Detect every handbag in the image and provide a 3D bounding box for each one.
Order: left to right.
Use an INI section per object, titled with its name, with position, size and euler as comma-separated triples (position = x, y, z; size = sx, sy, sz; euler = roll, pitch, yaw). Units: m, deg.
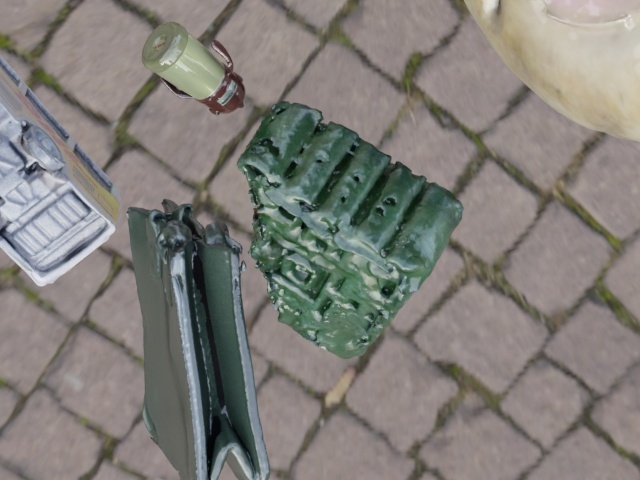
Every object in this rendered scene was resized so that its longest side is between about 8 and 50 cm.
[handbag]
position = -0.125, 0.096, 1.493
size = 0.079, 0.247, 0.260
euler = -9, 105, -16

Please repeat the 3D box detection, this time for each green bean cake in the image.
[green bean cake]
position = 0.000, 0.000, 1.374
size = 0.193, 0.107, 0.208
euler = 29, 146, -3

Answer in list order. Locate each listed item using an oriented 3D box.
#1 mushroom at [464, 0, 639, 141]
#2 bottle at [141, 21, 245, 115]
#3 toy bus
[mushroom]
position = 0.249, -0.260, 1.127
size = 0.325, 0.353, 0.353
euler = -36, 100, 5
[bottle]
position = -0.105, -0.144, 1.329
size = 0.101, 0.063, 0.047
euler = 35, 67, -40
[toy bus]
position = -0.298, -0.121, 1.253
size = 0.097, 0.138, 0.342
euler = -36, 107, 12
